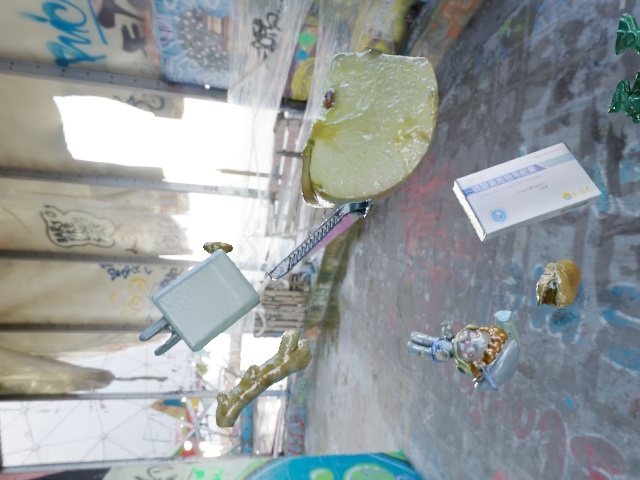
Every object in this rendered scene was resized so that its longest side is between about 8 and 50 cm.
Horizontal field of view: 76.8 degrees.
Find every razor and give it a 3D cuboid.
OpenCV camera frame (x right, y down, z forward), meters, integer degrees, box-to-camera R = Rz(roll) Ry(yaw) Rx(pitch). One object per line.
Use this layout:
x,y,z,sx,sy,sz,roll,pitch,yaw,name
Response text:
-0.004,-0.005,0.623,0.033,0.190,0.066,51,173,10,razor

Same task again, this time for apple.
0.088,-0.210,0.848,0.314,0.252,0.308,7,86,62,apple

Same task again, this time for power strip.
-0.253,0.144,0.824,0.139,0.224,0.140,52,160,0,power strip

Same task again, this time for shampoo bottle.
0.708,0.342,1.533,0.212,0.072,0.049,56,-157,-37,shampoo bottle

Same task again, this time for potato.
-0.298,0.025,1.172,0.045,0.092,0.046,-36,54,51,potato

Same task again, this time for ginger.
-0.145,0.354,1.017,0.118,0.299,0.065,55,164,-20,ginger

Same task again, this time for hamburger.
0.928,0.152,1.564,0.124,0.262,0.130,3,115,40,hamburger

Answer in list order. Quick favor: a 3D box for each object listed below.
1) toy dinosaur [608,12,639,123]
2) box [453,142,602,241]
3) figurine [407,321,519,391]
0.396,-0.155,0.432,0.153,0.094,0.259,38,148,43,toy dinosaur
0.595,-0.145,1.185,0.065,0.344,0.200,70,-179,-63,box
0.524,0.402,1.484,0.382,0.224,0.205,13,139,46,figurine
